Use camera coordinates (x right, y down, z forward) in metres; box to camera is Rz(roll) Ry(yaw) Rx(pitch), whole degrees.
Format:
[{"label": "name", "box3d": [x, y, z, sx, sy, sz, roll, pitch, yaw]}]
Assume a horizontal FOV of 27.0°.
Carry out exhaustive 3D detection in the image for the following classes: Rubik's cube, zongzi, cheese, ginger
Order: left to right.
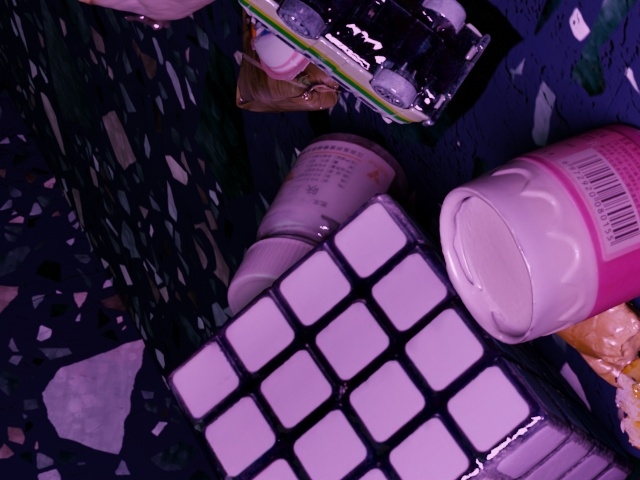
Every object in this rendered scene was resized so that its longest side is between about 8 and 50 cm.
[{"label": "zongzi", "box3d": [-0.044, -0.283, 1.883, 0.205, 0.094, 0.204, 8, 103, 58]}, {"label": "cheese", "box3d": [-0.011, -0.304, 1.750, 0.286, 0.074, 0.189, 0, 80, 56]}, {"label": "Rubik's cube", "box3d": [0.094, 0.213, 1.522, 0.337, 0.344, 0.344, 53, -170, 30]}, {"label": "ginger", "box3d": [0.286, 0.075, 1.444, 0.205, 0.081, 0.115, 48, -176, 23]}]

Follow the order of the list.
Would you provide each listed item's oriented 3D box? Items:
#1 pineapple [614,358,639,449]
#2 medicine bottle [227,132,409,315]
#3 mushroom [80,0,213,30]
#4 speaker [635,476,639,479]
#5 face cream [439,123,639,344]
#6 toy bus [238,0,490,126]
[{"label": "pineapple", "box3d": [0.390, 0.221, 1.331, 0.233, 0.079, 0.135, 41, 147, 42]}, {"label": "medicine bottle", "box3d": [0.000, 0.000, 1.738, 0.165, 0.273, 0.165, 16, 139, 15]}, {"label": "mushroom", "box3d": [-0.220, -0.506, 1.948, 0.397, 0.224, 0.314, -6, 81, 60]}, {"label": "speaker", "box3d": [0.413, 0.403, 1.444, 0.329, 0.198, 0.259, 44, 111, 18]}, {"label": "face cream", "box3d": [0.240, -0.007, 1.316, 0.175, 0.195, 0.175, 51, 152, 41]}, {"label": "toy bus", "box3d": [0.033, -0.251, 1.510, 0.276, 0.134, 0.165, 36, 170, -10]}]
